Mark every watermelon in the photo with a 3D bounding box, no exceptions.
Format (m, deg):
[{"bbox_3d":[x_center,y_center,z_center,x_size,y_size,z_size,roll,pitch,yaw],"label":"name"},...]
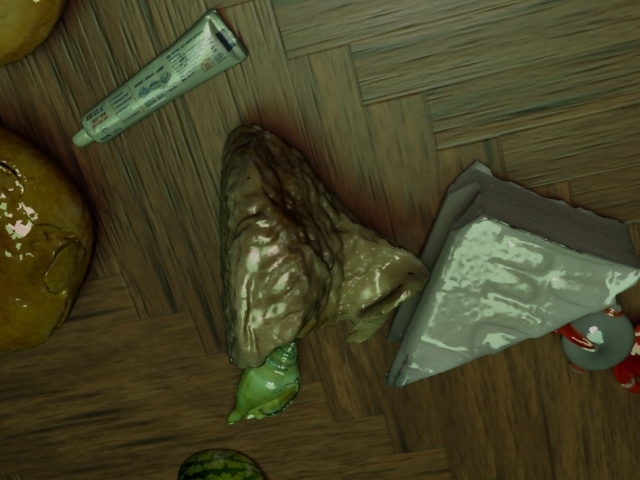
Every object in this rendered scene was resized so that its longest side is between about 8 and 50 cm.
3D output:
[{"bbox_3d":[-0.177,0.405,1.237,0.163,0.069,0.087,-9,113,11],"label":"watermelon"}]

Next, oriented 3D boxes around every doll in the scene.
[{"bbox_3d":[0.436,0.153,1.064,0.244,0.076,0.142,16,114,-6],"label":"doll"}]

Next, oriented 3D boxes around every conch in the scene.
[{"bbox_3d":[-0.080,0.225,1.145,0.094,0.080,0.201,11,133,-14],"label":"conch"}]

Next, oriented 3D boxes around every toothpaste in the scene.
[{"bbox_3d":[-0.224,-0.201,0.978,0.268,0.047,0.069,-31,89,15],"label":"toothpaste"}]

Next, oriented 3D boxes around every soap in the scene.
[{"bbox_3d":[0.256,0.084,1.008,0.257,0.159,0.302,18,116,-5],"label":"soap"}]

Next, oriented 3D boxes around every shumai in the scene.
[{"bbox_3d":[0.000,0.000,0.955,0.262,0.267,0.314,-3,77,-13],"label":"shumai"}]

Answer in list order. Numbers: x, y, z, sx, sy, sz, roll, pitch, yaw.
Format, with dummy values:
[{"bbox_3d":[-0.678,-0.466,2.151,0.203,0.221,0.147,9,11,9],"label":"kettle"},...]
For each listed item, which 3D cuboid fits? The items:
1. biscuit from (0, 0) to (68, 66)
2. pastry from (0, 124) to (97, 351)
[{"bbox_3d":[-0.448,-0.329,0.867,0.296,0.102,0.296,0,136,0],"label":"biscuit"},{"bbox_3d":[-0.479,0.000,1.032,0.355,0.164,0.356,2,117,4],"label":"pastry"}]
